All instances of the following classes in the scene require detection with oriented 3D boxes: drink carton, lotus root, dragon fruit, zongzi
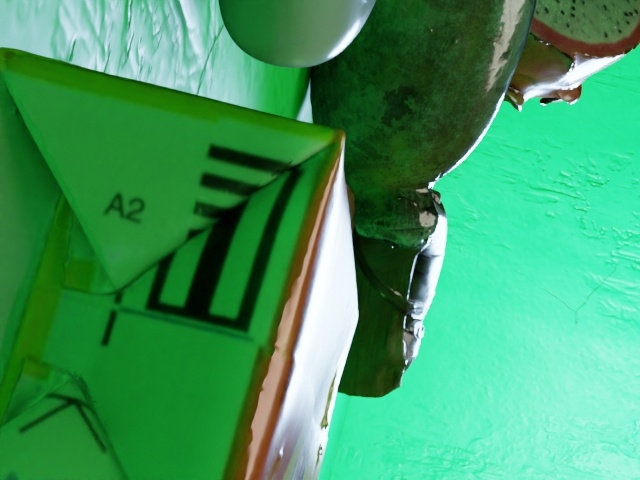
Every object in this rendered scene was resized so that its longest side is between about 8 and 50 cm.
[{"bbox_3d":[-0.056,0.060,0.573,0.351,0.111,0.154,83,22,-79],"label":"drink carton"},{"bbox_3d":[0.076,-0.165,1.151,0.175,0.175,0.349,-59,166,-73],"label":"lotus root"},{"bbox_3d":[0.203,-0.280,1.688,0.226,0.305,0.305,-35,-148,53],"label":"dragon fruit"},{"bbox_3d":[0.064,0.056,1.535,0.274,0.125,0.250,-131,-131,-79],"label":"zongzi"}]

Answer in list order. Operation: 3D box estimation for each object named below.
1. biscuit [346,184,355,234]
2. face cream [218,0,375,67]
[{"bbox_3d":[0.001,0.000,1.358,0.278,0.043,0.301,97,8,-52],"label":"biscuit"},{"bbox_3d":[0.008,-0.238,0.600,0.336,0.080,0.163,99,2,-46],"label":"face cream"}]
